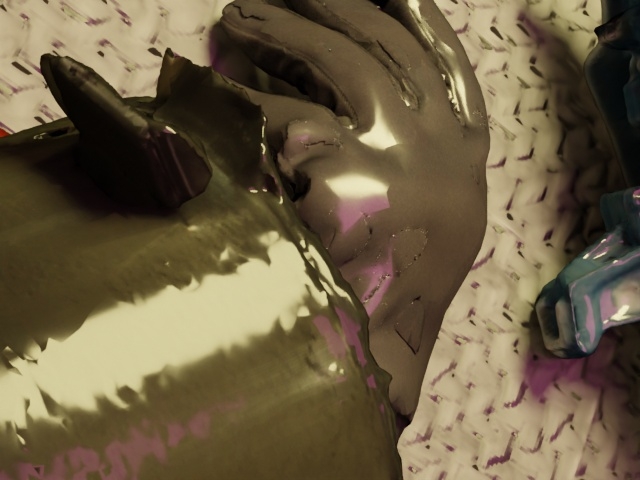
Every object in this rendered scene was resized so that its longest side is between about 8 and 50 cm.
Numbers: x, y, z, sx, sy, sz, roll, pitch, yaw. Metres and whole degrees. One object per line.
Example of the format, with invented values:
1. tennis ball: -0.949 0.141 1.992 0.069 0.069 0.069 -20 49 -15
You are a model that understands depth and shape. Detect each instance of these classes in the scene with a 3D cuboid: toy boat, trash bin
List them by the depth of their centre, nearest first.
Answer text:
1. trash bin: -0.149 0.094 0.483 0.301 0.203 0.252 -23 135 -34
2. toy boat: 0.169 -0.003 0.825 0.142 0.129 0.309 -13 88 -10

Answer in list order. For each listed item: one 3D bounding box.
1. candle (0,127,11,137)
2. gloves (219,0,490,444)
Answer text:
1. candle: -0.184 -0.053 0.593 0.301 0.059 0.084 29 73 -31
2. gloves: 0.008 0.005 0.712 0.142 0.119 0.286 39 50 -62
